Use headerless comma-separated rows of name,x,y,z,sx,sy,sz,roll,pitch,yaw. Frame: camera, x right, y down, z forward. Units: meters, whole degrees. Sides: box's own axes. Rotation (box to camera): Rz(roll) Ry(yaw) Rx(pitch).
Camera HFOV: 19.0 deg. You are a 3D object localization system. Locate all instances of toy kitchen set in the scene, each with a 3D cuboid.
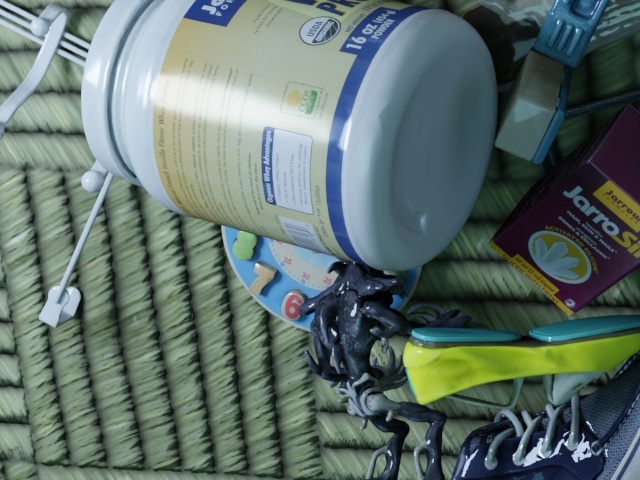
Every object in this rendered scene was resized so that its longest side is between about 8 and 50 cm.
toy kitchen set,0.266,-0.154,1.606,0.166,0.122,0.207,24,117,1

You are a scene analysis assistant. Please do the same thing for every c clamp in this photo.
c clamp,0.263,-0.107,1.715,0.160,0.022,0.137,-21,108,24

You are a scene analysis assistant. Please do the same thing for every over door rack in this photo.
over door rack,-0.314,-0.084,1.878,0.239,0.108,0.324,28,118,8

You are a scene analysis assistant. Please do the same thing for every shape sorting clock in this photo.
shape sorting clock,0.000,0.000,1.838,0.206,0.040,0.206,7,113,17

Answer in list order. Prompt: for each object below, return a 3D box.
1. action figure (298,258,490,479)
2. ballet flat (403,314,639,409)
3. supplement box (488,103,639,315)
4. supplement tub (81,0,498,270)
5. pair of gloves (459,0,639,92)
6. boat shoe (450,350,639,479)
action figure,0.068,0.121,1.791,0.164,0.141,0.276,-18,83,51
ballet flat,0.187,0.111,1.708,0.231,0.077,0.077,-4,97,-10
supplement box,0.244,-0.024,1.674,0.104,0.081,0.188,41,147,-2
supplement tub,-0.029,-0.114,1.676,0.316,0.228,0.228,15,116,29
pair of gloves,0.159,-0.246,1.679,0.204,0.042,0.240,-28,105,22
boat shoe,0.223,0.195,1.787,0.158,0.127,0.340,25,118,0
